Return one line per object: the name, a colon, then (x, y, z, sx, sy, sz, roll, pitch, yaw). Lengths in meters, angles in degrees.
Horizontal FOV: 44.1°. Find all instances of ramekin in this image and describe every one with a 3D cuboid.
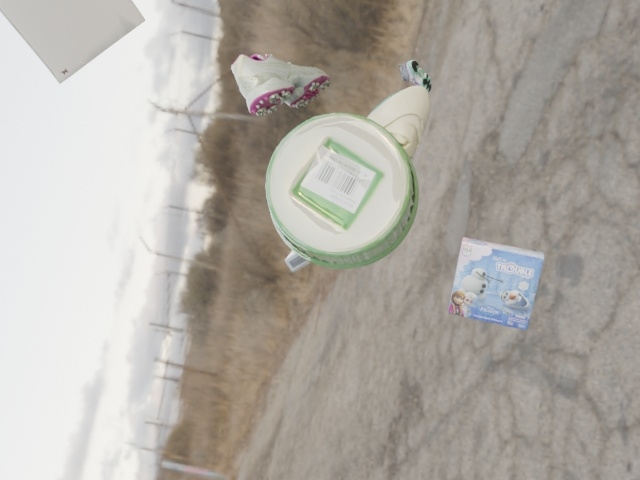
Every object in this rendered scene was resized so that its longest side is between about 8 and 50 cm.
ramekin: (0.038, -0.099, 1.516, 0.148, 0.303, 0.303, 42, -121, -82)

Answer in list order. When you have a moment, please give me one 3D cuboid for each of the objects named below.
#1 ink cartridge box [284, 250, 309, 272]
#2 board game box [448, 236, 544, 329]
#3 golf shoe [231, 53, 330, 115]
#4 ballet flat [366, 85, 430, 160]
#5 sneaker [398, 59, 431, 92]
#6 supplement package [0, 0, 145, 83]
ink cartridge box: (0.000, 0.000, 1.929, 0.145, 0.045, 0.179, -31, 8, 23)
board game box: (0.195, 0.048, 0.881, 0.020, 0.090, 0.090, -52, -29, -65)
golf shoe: (-0.085, -0.375, 1.803, 0.115, 0.140, 0.306, -40, -8, 31)
ballet flat: (0.110, -0.174, 1.627, 0.400, 0.139, 0.139, -37, -7, -19)
sneaker: (0.232, -0.409, 1.987, 0.069, 0.098, 0.038, -1, 45, 51)
supplement package: (-0.493, -0.462, 1.461, 0.204, 0.262, 0.145, -39, 30, -7)
